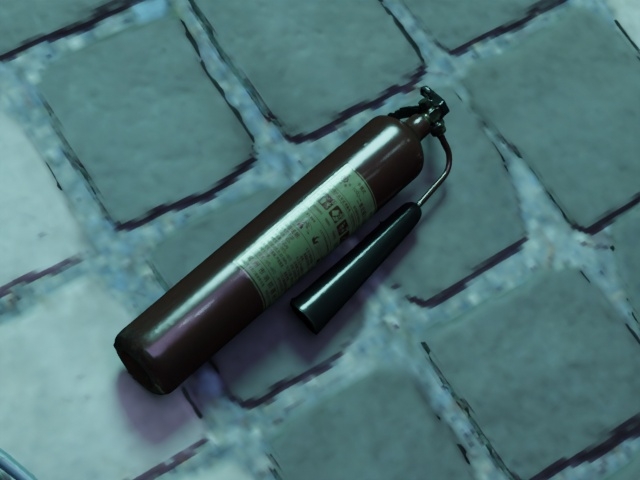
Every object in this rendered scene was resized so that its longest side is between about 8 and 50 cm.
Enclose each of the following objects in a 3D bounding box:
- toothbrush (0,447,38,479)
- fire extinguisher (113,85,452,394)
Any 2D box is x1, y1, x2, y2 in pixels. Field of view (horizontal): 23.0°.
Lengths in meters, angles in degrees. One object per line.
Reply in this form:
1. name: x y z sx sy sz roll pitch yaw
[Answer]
1. toothbrush: -0.148 0.049 0.542 0.193 0.013 0.019 41 72 6
2. fire extinguisher: 0.000 0.000 0.591 0.049 0.035 0.173 44 67 12
